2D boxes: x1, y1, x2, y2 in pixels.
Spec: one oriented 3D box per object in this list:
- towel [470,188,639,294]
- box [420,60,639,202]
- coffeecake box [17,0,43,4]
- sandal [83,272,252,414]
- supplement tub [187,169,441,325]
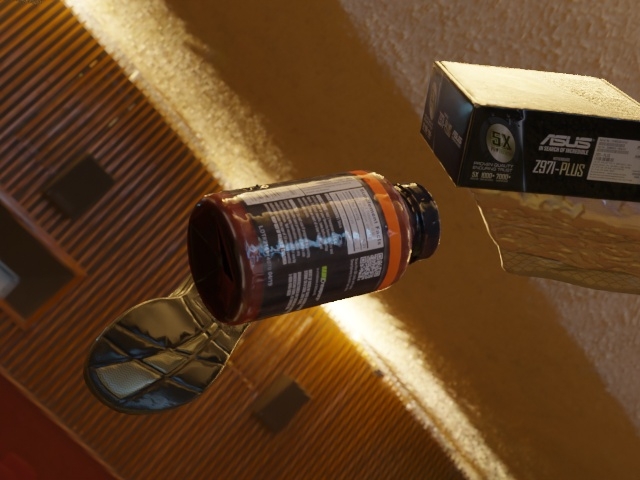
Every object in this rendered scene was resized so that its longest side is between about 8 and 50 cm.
[{"bbox_3d":[0.357,0.007,1.021,0.332,0.053,0.317,11,-14,20],"label":"towel"},{"bbox_3d":[0.200,-0.104,0.810,0.180,0.147,0.077,4,-65,-9],"label":"box"},{"bbox_3d":[-0.267,-0.247,0.700,0.186,0.142,0.068,7,-85,55],"label":"coffeecake box"},{"bbox_3d":[-0.157,0.111,1.003,0.086,0.303,0.120,-38,-89,33],"label":"sandal"},{"bbox_3d":[0.000,0.000,0.707,0.106,0.198,0.106,26,-59,54],"label":"supplement tub"}]
